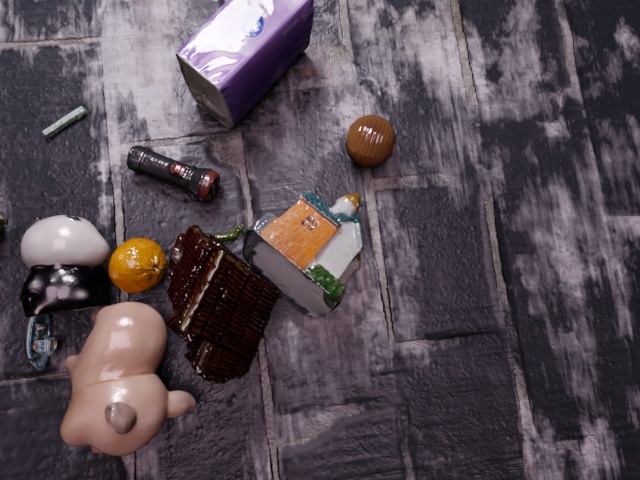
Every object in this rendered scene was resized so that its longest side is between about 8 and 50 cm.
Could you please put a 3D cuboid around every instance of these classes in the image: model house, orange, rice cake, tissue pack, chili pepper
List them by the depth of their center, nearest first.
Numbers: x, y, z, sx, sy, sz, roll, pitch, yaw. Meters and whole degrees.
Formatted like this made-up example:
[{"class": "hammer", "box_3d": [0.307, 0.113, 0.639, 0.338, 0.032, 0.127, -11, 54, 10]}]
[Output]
[{"class": "model house", "box_3d": [-0.256, 0.149, 0.918, 0.297, 0.282, 0.316, 25, 87, 4]}, {"class": "orange", "box_3d": [-0.435, 0.061, 0.995, 0.136, 0.118, 0.135, -17, 117, -37]}, {"class": "tissue pack", "box_3d": [-0.180, -0.471, 1.043, 0.160, 0.242, 0.338, 39, 81, 1]}, {"class": "model house", "box_3d": [0.000, 0.000, 1.045, 0.271, 0.190, 0.301, 40, 65, 6]}, {"class": "chili pepper", "box_3d": [-0.234, -0.017, 1.084, 0.083, 0.022, 0.027, -26, 86, -4]}, {"class": "rice cake", "box_3d": [-0.669, -0.311, 1.089, 0.121, 0.022, 0.021, -39, 87, -9]}]

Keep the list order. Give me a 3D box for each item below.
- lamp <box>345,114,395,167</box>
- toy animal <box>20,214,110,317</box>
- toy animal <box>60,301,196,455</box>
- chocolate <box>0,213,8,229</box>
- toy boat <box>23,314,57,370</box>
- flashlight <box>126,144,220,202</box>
[{"class": "lamp", "box_3d": [0.132, -0.260, 1.092, 0.137, 0.136, 0.136, 1, 82, -5]}, {"class": "toy animal", "box_3d": [-0.592, 0.056, 0.965, 0.187, 0.165, 0.234, -10, 78, 15]}, {"class": "toy animal", "box_3d": [-0.442, 0.308, 0.936, 0.270, 0.237, 0.326, 16, 83, 27]}, {"class": "chocolate", "box_3d": [-0.924, 0.096, 0.945, 0.162, 0.162, 0.445, 32, 83, 0]}, {"class": "toy boat", "box_3d": [-0.664, 0.239, 0.991, 0.066, 0.059, 0.139, -2, 84, 13]}, {"class": "flashlight", "box_3d": [-0.378, -0.176, 1.063, 0.232, 0.093, 0.092, 23, 81, -1]}]
